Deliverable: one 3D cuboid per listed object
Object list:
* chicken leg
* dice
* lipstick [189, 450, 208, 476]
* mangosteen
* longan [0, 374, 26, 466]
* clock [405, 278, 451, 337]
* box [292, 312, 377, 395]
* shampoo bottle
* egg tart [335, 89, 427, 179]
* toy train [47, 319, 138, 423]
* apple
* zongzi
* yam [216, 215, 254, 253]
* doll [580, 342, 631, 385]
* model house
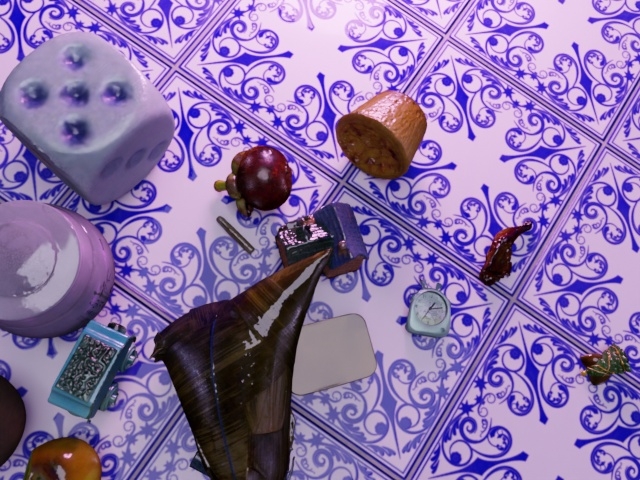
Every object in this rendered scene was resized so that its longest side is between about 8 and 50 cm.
[{"bbox_3d":[0.446,0.022,1.494,0.093,0.053,0.205,35,82,-22],"label":"chicken leg"},{"bbox_3d":[-0.492,-0.256,1.328,0.265,0.268,0.262,41,74,4],"label":"dice"},{"bbox_3d":[-0.162,0.508,1.309,0.234,0.053,0.053,30,75,-4],"label":"lipstick"},{"bbox_3d":[-0.154,-0.137,1.404,0.181,0.146,0.156,-3,80,-8],"label":"mangosteen"},{"bbox_3d":[-0.673,0.355,1.205,0.198,0.198,0.212,-11,90,-9],"label":"longan"},{"bbox_3d":[0.254,0.157,1.443,0.101,0.041,0.135,11,75,-4],"label":"clock"},{"bbox_3d":[0.010,0.251,1.365,0.201,0.090,0.144,-14,80,-10],"label":"box"},{"bbox_3d":[-0.565,0.059,1.247,0.273,0.266,0.273,1,78,-6],"label":"shampoo bottle"},{"bbox_3d":[0.152,-0.259,1.453,0.202,0.202,0.147,37,67,2],"label":"egg tart"},{"bbox_3d":[-0.461,0.264,1.266,0.112,0.163,0.203,22,75,0],"label":"toy train"},{"bbox_3d":[-0.520,0.466,1.220,0.163,0.147,0.146,-3,77,-6],"label":"apple"},{"bbox_3d":[-0.084,0.268,1.208,0.432,0.208,0.403,-29,77,20],"label":"zongzi"},{"bbox_3d":[-0.198,-0.014,1.435,0.116,0.021,0.021,45,76,3],"label":"yam"},{"bbox_3d":[0.670,0.293,1.445,0.113,0.076,0.078,-25,90,-11],"label":"doll"},{"bbox_3d":[0.000,0.000,1.379,0.183,0.172,0.166,-17,81,-10],"label":"model house"}]
